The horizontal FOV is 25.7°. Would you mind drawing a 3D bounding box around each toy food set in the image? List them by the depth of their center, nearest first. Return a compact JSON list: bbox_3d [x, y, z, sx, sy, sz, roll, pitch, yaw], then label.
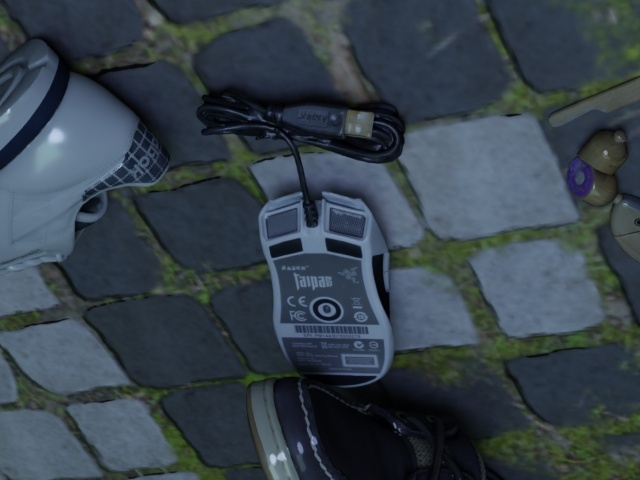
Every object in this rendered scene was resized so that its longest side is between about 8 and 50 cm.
[{"bbox_3d":[0.166,-0.024,0.691,0.078,0.019,0.122,-22,123,35],"label":"toy food set"}]

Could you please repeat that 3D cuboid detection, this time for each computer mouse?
[{"bbox_3d":[0.000,0.000,0.761,0.106,0.042,0.193,1,129,12],"label":"computer mouse"}]

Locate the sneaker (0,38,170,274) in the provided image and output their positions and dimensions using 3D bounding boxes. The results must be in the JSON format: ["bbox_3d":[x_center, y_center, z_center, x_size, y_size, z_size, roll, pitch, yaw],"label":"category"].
[{"bbox_3d":[-0.184,-0.014,0.782,0.095,0.090,0.235,32,138,-27],"label":"sneaker"}]

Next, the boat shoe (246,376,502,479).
[{"bbox_3d":[0.053,0.143,0.826,0.092,0.103,0.285,-25,141,16],"label":"boat shoe"}]
